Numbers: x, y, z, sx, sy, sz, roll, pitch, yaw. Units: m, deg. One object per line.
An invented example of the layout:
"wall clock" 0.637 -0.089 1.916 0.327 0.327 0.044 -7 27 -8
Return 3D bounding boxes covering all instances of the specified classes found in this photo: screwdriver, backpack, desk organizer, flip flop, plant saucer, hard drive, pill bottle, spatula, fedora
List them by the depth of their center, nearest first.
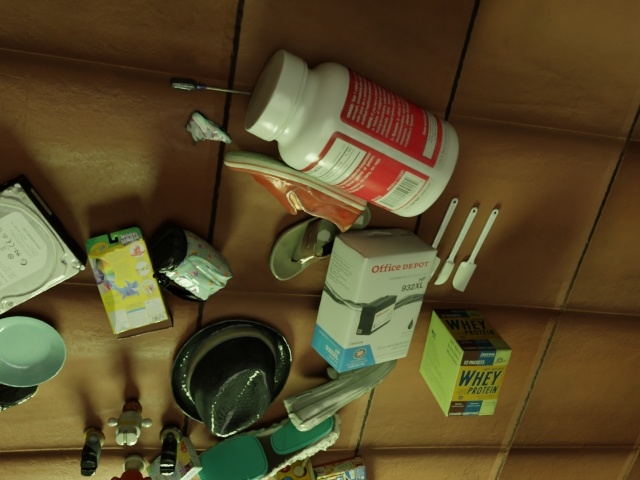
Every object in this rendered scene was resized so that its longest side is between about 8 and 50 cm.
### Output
"pill bottle" 0.062 -0.222 1.340 0.408 0.229 0.229 23 108 -23
"screwdriver" -0.225 -0.319 1.345 0.170 0.024 0.025 -2 87 -20
"hard drive" -0.710 0.040 1.376 0.339 0.064 0.236 -27 118 1
"backpack" -0.286 0.056 1.443 0.115 0.152 0.182 -34 131 15
"plant saucer" -0.689 0.249 1.497 0.195 0.037 0.194 -6 117 -12
"flip flop" 0.000 0.000 1.518 0.277 0.080 0.112 -30 119 2
"desk organizer" -0.417 0.188 1.528 0.130 0.047 0.050 -12 115 -8
"fedora" -0.214 0.363 1.603 0.334 0.152 0.333 -5 116 -11
"spatula" 0.344 0.014 1.644 0.168 0.019 0.242 14 112 -19

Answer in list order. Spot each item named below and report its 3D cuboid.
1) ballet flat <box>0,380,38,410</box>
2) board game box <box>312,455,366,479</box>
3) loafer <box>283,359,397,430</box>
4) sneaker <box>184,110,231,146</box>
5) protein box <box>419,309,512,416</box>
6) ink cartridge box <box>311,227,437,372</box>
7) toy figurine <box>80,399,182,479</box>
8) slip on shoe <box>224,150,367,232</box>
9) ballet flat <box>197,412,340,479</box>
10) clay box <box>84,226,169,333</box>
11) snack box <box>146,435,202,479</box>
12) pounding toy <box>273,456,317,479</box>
"ballet flat" -0.756 0.378 1.548 0.173 0.049 0.057 -23 76 -3
"board game box" 0.038 0.719 1.900 0.194 0.045 0.146 -10 118 -9
"loafer" 0.054 0.375 1.699 0.320 0.112 0.111 -29 75 -15
"sneaker" -0.244 -0.221 1.377 0.098 0.038 0.069 36 104 -16
"protein box" 0.373 0.315 1.695 0.136 0.200 0.201 1 115 -15
"ink cartridge box" 0.126 0.138 1.555 0.223 0.129 0.307 -5 118 -34
"toy figurine" -0.475 0.523 1.630 0.213 0.148 0.209 -41 112 10
"slip on shoe" -0.058 -0.109 1.415 0.331 0.123 0.101 22 101 -17
"ballet flat" -0.129 0.574 1.747 0.409 0.147 0.147 -20 118 -3
"clay box" -0.431 0.085 1.451 0.128 0.053 0.222 -15 102 -7
"snack box" -0.386 0.599 1.705 0.141 0.100 0.037 -44 141 10
"pounding toy" -0.062 0.643 1.802 0.141 0.130 0.100 -10 130 -9
